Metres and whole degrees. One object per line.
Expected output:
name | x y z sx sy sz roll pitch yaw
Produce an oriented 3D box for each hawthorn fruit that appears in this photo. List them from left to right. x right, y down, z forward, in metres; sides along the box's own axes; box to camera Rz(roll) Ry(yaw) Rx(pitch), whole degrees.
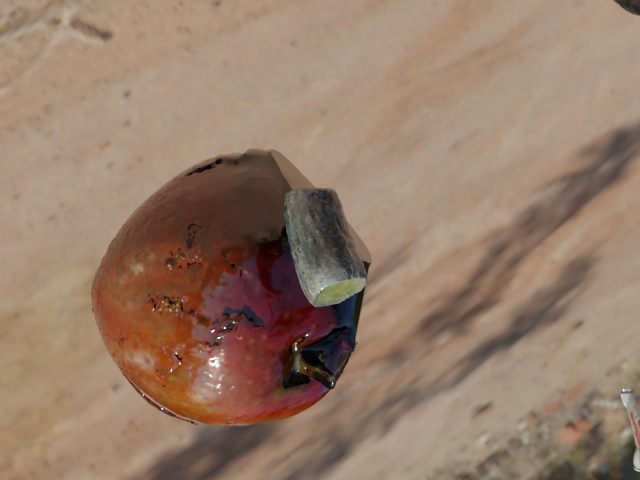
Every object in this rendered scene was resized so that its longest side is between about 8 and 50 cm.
hawthorn fruit | -0.091 0.049 1.595 0.316 0.316 0.316 -33 159 -15

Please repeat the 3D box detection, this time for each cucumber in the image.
cucumber | 0.001 0.002 1.399 0.064 0.112 0.064 -16 163 -5

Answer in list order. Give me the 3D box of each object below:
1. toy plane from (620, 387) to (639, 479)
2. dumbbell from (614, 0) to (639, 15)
toy plane | 0.277 0.185 1.165 0.065 0.162 0.171 -6 110 -11
dumbbell | 0.345 -0.363 1.268 0.203 0.203 0.323 -26 130 -31
